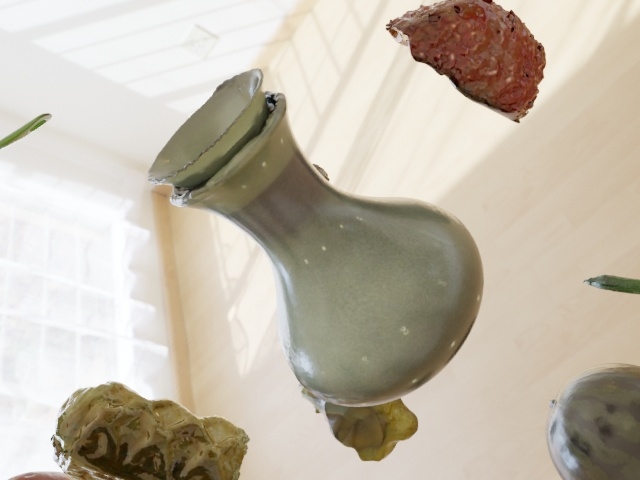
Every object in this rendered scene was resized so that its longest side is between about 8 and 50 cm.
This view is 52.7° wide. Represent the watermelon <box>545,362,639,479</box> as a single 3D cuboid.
[{"bbox_3d":[0.416,0.273,0.884,0.212,0.212,0.212,-26,54,42],"label":"watermelon"}]

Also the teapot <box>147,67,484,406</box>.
[{"bbox_3d":[0.000,0.000,0.486,0.183,0.251,0.183,-33,30,21],"label":"teapot"}]

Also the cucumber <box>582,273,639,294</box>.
[{"bbox_3d":[0.639,0.095,1.387,0.155,0.037,0.037,6,77,40],"label":"cucumber"}]

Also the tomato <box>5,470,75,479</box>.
[{"bbox_3d":[-0.601,0.612,1.394,0.101,0.228,0.228,-10,66,46],"label":"tomato"}]

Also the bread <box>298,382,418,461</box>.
[{"bbox_3d":[0.069,0.333,1.273,0.161,0.233,0.088,-52,-4,34],"label":"bread"}]

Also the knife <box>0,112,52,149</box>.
[{"bbox_3d":[-0.389,-0.114,0.764,0.166,0.022,0.078,-18,15,7],"label":"knife"}]

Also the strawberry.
[{"bbox_3d":[0.145,-0.183,0.606,0.085,0.192,0.140,-53,23,23],"label":"strawberry"}]

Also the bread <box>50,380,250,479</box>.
[{"bbox_3d":[-0.236,0.289,0.896,0.130,0.267,0.152,-121,54,-77],"label":"bread"}]

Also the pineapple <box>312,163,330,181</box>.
[{"bbox_3d":[-0.037,-0.075,1.291,0.074,0.074,0.159,59,136,46],"label":"pineapple"}]
